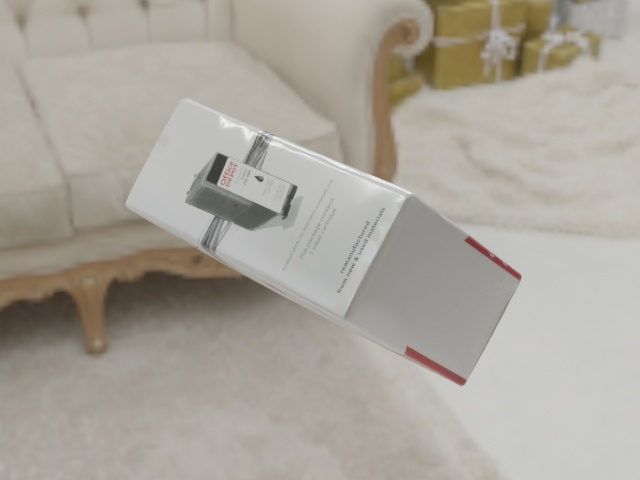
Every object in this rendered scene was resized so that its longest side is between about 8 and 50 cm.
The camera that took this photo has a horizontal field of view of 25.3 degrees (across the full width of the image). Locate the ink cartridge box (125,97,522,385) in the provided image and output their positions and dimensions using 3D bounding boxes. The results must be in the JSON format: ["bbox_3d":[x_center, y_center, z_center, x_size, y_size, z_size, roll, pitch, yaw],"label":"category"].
[{"bbox_3d":[0.000,0.000,0.598,0.135,0.056,0.099,25,-4,40],"label":"ink cartridge box"}]
